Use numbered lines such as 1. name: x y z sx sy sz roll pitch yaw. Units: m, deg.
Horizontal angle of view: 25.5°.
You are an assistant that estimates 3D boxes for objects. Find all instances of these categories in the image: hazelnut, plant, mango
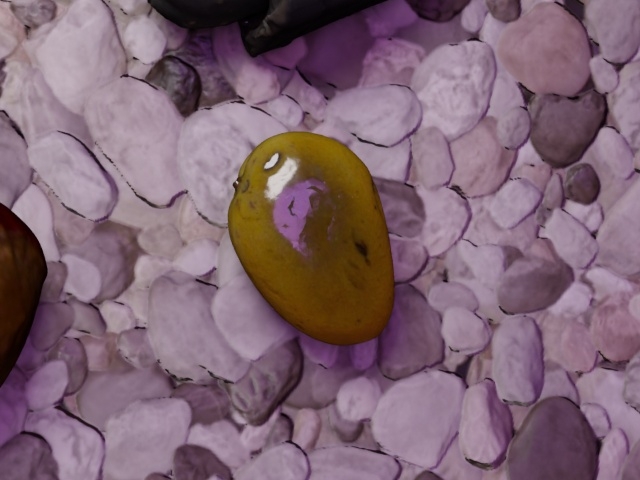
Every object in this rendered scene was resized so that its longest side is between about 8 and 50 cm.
1. hazelnut: -0.307 0.047 1.123 0.170 0.160 0.201 45 39 -16
2. plant: -0.032 -0.251 1.208 0.256 0.142 0.164 -12 87 -16
3. mango: 0.000 0.000 1.208 0.137 0.098 0.195 -35 96 -17
